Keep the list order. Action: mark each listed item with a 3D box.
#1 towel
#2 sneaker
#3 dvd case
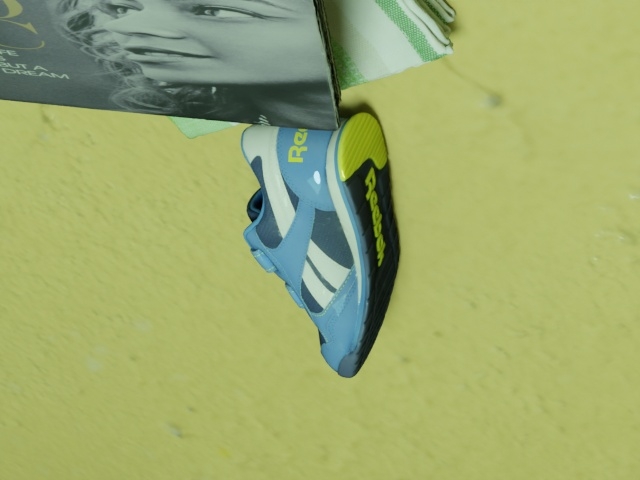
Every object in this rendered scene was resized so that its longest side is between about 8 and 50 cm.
[{"bbox_3d":[-0.032,-0.100,0.735,0.152,0.023,0.113,-14,128,40],"label":"towel"},{"bbox_3d":[0.000,0.000,0.811,0.059,0.053,0.144,8,131,17],"label":"sneaker"},{"bbox_3d":[-0.079,-0.078,0.626,0.165,0.018,0.221,6,169,4],"label":"dvd case"}]
